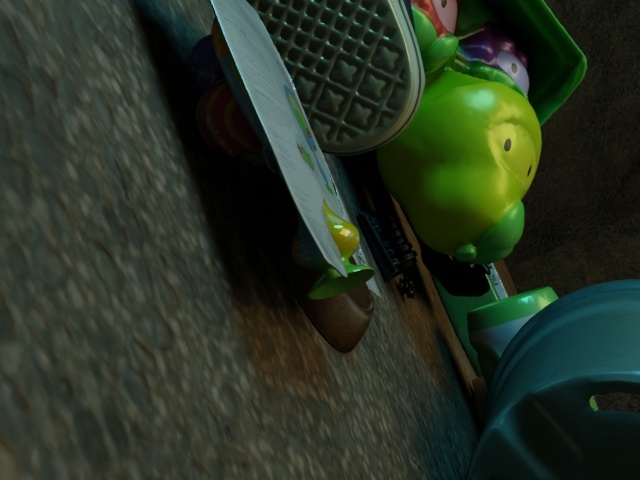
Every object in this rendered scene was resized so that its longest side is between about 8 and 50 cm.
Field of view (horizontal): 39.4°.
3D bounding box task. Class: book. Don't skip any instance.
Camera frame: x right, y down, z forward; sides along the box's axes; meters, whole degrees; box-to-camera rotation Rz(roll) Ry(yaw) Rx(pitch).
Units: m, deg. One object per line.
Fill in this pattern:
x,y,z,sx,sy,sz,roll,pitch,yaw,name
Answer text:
0.243,0.259,1.167,0.144,0.035,0.096,60,17,-21,book

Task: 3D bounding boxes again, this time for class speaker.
0.276,0.211,1.082,0.131,0.131,0.296,3,68,-76,speaker

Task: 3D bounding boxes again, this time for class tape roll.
0.253,0.093,1.421,0.321,0.077,0.321,60,14,-25,tape roll

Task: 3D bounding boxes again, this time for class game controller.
0.123,-0.070,1.162,0.319,0.067,0.166,65,9,28,game controller

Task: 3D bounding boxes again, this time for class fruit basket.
0.152,-0.164,0.990,0.392,0.283,0.392,40,10,-9,fruit basket

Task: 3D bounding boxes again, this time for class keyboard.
0.085,0.013,1.003,0.108,0.023,0.180,66,13,3,keyboard

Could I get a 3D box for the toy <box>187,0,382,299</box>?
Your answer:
-0.040,-0.069,0.559,0.237,0.056,0.137,63,10,18,toy

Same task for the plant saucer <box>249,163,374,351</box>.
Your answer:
0.000,0.000,0.663,0.168,0.029,0.168,61,13,-24,plant saucer

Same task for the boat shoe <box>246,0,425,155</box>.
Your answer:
-0.035,-0.319,0.787,0.156,0.187,0.500,-55,126,-77,boat shoe

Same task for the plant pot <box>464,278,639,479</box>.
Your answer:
0.291,0.216,0.827,0.341,0.341,0.334,67,20,7,plant pot
